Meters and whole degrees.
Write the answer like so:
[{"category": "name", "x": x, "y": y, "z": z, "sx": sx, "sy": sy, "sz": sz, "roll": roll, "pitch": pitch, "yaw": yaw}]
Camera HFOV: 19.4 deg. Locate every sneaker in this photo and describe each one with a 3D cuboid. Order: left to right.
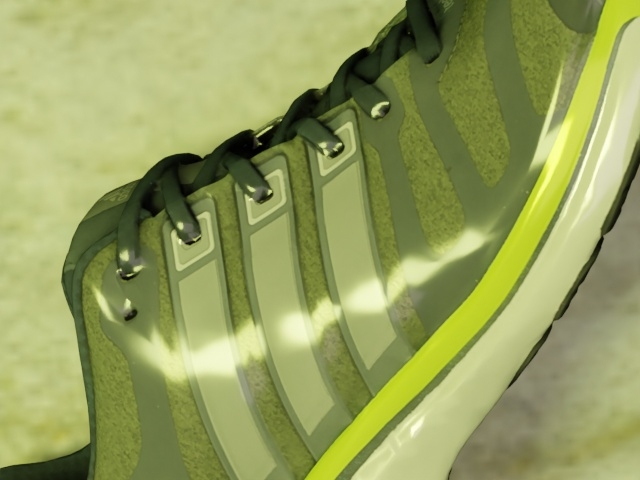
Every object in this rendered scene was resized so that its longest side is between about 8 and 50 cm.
[{"category": "sneaker", "x": 0.000, "y": 0.000, "z": 0.508, "sx": 0.121, "sy": 0.111, "sz": 0.300, "roll": 26, "pitch": 104, "yaw": -4}]
